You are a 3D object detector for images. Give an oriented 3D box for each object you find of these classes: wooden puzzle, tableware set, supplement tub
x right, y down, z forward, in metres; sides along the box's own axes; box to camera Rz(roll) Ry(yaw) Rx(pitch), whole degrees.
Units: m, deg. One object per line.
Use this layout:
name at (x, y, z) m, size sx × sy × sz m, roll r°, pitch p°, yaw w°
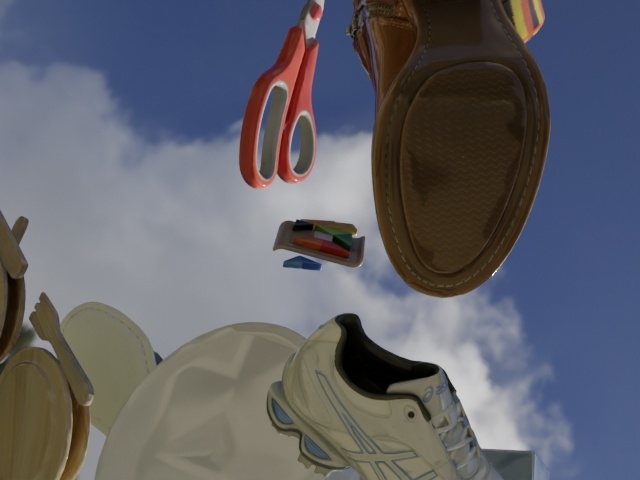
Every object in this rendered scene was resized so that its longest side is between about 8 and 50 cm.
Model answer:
wooden puzzle at (0.000, 0.000, 1.022) m, size 0.079 × 0.116 × 0.014 m, roll 8°, pitch -71°, yaw -6°
tableware set at (-0.176, 0.071, 0.736) m, size 0.128 × 0.039 × 0.194 m, roll -59°, pitch -135°, yaw 23°
supplement tub at (0.009, 0.229, 0.961) m, size 0.241 × 0.241 × 0.331 m, roll -6°, pitch -35°, yaw 34°

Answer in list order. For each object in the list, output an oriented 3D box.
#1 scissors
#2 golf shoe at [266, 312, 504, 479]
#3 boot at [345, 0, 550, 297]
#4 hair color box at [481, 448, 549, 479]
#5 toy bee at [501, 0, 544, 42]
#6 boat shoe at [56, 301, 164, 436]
scissors at (-0.015, -0.188, 1.106) m, size 0.021 × 0.109 × 0.297 m, roll 11°, pitch -90°, yaw 33°
golf shoe at (0.054, 0.109, 0.656) m, size 0.176 × 0.069 × 0.086 m, roll 35°, pitch -52°, yaw 10°
boot at (0.062, -0.099, 0.841) m, size 0.109 × 0.220 × 0.283 m, roll -5°, pitch -95°, yaw -9°
hair color box at (0.178, 0.320, 1.530) m, size 0.185 × 0.374 × 0.113 m, roll 0°, pitch -103°, yaw 13°
toy bee at (0.154, -0.283, 1.281) m, size 0.298 × 0.162 × 0.195 m, roll 54°, pitch -15°, yaw 37°
boat shoe at (-0.191, 0.191, 1.396) m, size 0.305 × 0.109 × 0.091 m, roll 47°, pitch -5°, yaw 30°
